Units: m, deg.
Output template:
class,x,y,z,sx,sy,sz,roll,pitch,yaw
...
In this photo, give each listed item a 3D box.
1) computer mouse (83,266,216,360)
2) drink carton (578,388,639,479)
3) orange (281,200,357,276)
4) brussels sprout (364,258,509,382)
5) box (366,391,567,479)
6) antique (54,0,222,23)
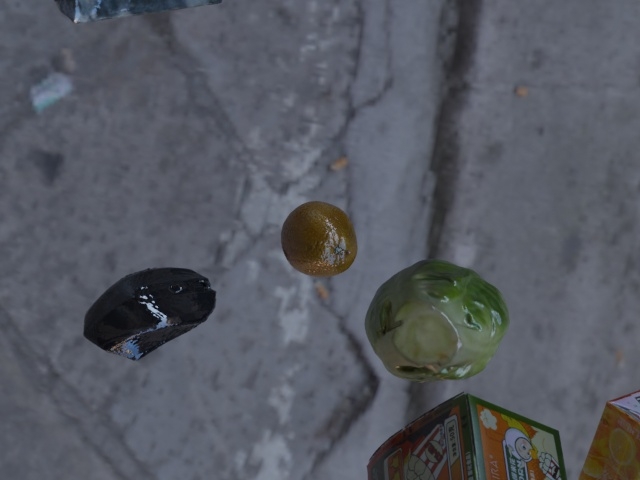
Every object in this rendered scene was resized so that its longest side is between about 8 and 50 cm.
class,x,y,z,sx,sy,sz,roll,pitch,yaw
computer mouse,-0.201,0.077,1.757,0.172,0.099,0.057,-20,145,-21
drink carton,0.380,0.309,1.859,0.071,0.096,0.223,-9,123,-39
orange,0.000,0.000,1.464,0.085,0.085,0.085,-16,112,-44
brussels sprout,0.132,0.098,1.736,0.181,0.161,0.144,-12,125,-63
box,0.154,0.297,1.554,0.148,0.177,0.195,24,44,-28
antique,-0.202,-0.298,1.583,0.183,0.088,0.086,-13,134,-22
